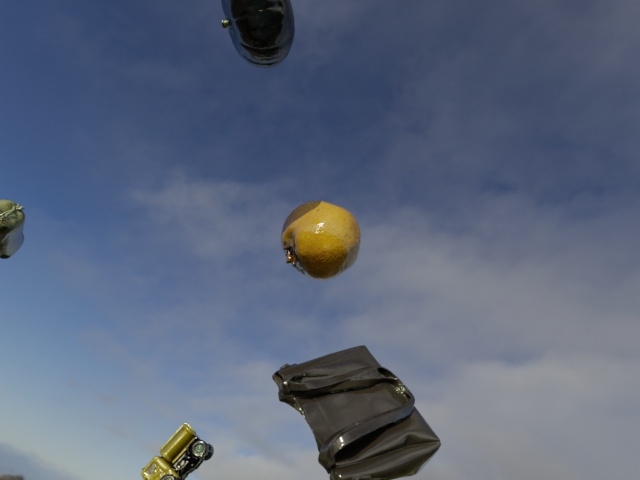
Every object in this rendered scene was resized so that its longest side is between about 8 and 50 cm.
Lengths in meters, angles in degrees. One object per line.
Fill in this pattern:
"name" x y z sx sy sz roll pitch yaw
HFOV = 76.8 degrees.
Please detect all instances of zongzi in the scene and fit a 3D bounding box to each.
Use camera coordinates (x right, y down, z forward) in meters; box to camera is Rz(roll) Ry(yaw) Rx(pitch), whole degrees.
"zongzi" -0.402 -0.035 0.465 0.113 0.052 0.104 39 -45 -16

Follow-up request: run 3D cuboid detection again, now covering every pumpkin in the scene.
"pumpkin" -0.132 -0.455 0.823 0.140 0.202 0.202 -22 -42 -12

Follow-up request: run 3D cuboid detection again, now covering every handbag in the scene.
"handbag" 0.063 0.336 0.802 0.257 0.285 0.113 4 -62 -35

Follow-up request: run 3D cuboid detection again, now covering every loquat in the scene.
"loquat" 0.000 0.000 1.025 0.208 0.208 0.208 15 -39 12

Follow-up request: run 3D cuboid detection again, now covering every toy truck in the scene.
"toy truck" -0.187 0.288 0.524 0.054 0.083 0.049 35 -27 19
